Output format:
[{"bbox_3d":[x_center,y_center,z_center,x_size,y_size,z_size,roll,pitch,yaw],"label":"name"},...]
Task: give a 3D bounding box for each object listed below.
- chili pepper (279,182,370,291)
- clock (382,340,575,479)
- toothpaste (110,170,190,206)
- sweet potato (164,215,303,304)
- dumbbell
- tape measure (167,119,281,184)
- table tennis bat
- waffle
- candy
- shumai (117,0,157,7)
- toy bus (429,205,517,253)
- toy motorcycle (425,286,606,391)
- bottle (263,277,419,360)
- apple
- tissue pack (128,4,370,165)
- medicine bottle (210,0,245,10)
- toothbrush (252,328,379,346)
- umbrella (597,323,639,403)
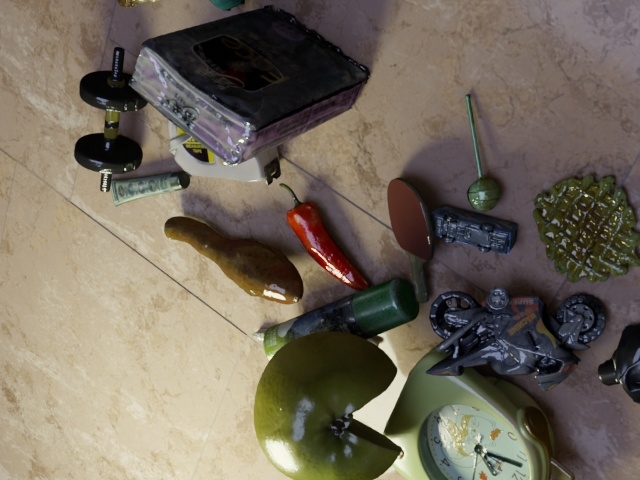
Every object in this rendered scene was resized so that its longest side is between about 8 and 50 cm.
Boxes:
[{"bbox_3d":[0.000,0.000,2.034,0.272,0.063,0.071,54,142,0],"label":"chili pepper"},{"bbox_3d":[0.299,0.377,1.948,0.348,0.117,0.286,33,125,18],"label":"clock"},{"bbox_3d":[-0.375,-0.115,2.260,0.239,0.039,0.062,-7,101,39],"label":"toothpaste"},{"bbox_3d":[-0.166,0.036,2.141,0.385,0.109,0.109,27,124,38],"label":"sweet potato"},{"bbox_3d":[-0.433,-0.245,2.177,0.143,0.143,0.326,27,123,23],"label":"dumbbell"},{"bbox_3d":[-0.203,-0.214,2.042,0.236,0.120,0.197,6,119,28],"label":"tape measure"},{"bbox_3d":[0.170,0.002,1.910,0.138,0.022,0.247,34,140,57],"label":"table tennis bat"},{"bbox_3d":[0.441,-0.018,1.730,0.169,0.036,0.184,-17,100,37],"label":"waffle"},{"bbox_3d":[0.267,-0.149,1.795,0.061,0.061,0.203,-6,98,37],"label":"candy"},{"bbox_3d":[-0.344,-0.510,2.041,0.105,0.139,0.123,50,168,-33],"label":"shumai"},{"bbox_3d":[0.267,-0.019,1.835,0.153,0.061,0.051,17,120,27],"label":"toy bus"},{"bbox_3d":[0.334,0.171,1.808,0.307,0.108,0.173,0,82,19],"label":"toy motorcycle"},{"bbox_3d":[0.037,0.164,2.039,0.330,0.093,0.093,-24,95,33],"label":"bottle"},{"bbox_3d":[0.021,0.311,1.909,0.291,0.254,0.292,0,93,-4],"label":"apple"},{"bbox_3d":[-0.116,-0.273,1.802,0.259,0.361,0.122,37,126,18],"label":"tissue pack"},{"bbox_3d":[-0.106,-0.491,1.875,0.258,0.124,0.079,-21,93,27],"label":"medicine bottle"},{"bbox_3d":[-0.014,0.203,2.148,0.307,0.029,0.025,1,102,34],"label":"toothbrush"},{"bbox_3d":[0.573,0.189,1.688,0.272,0.110,0.122,-19,98,43],"label":"umbrella"}]
